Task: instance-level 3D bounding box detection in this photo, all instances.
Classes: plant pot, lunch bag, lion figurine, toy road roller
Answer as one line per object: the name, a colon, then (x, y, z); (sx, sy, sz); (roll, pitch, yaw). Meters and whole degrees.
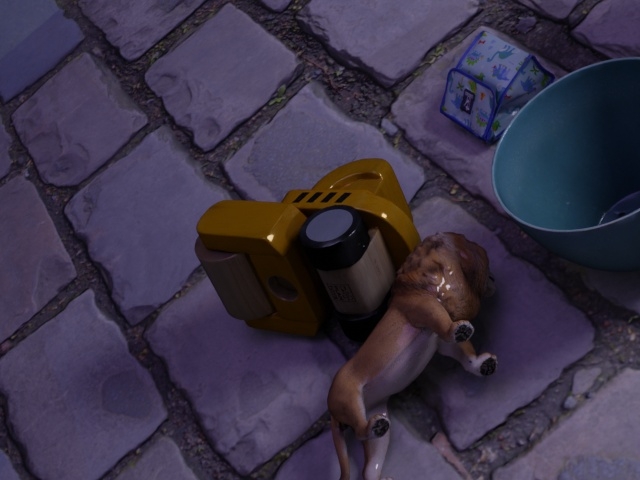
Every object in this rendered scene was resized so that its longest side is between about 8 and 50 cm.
plant pot: (0.398, -0.070, 1.747); (0.290, 0.195, 0.290); (-21, 43, 21)
lunch bag: (0.270, -0.240, 2.091); (0.151, 0.096, 0.129); (-55, 42, 5)
lion figurine: (0.104, 0.164, 1.809); (0.392, 0.142, 0.240); (-45, 32, 1)
toy road roller: (0.000, 0.000, 2.001); (0.329, 0.202, 0.240); (2, 43, 33)
